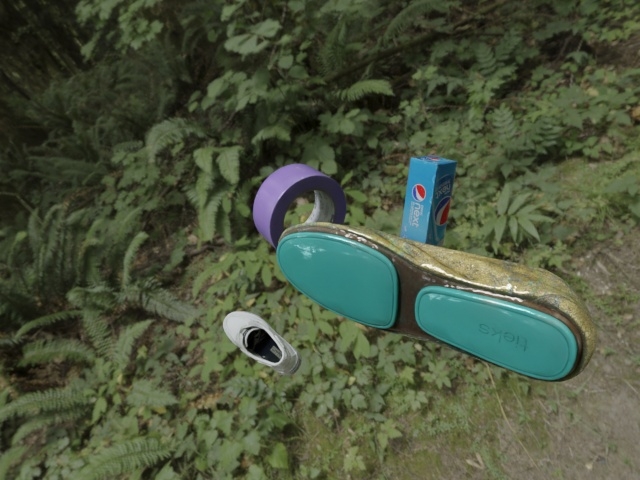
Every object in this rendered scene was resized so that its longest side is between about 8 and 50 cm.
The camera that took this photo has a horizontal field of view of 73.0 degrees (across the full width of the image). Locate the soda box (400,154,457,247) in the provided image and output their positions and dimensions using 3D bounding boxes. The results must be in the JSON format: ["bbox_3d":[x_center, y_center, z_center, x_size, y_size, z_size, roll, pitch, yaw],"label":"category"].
[{"bbox_3d":[0.223,-0.067,0.910,0.067,0.210,0.071,-14,28,-35],"label":"soda box"}]

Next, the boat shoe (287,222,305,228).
[{"bbox_3d":[0.000,0.000,1.051,0.083,0.065,0.183,-10,21,-40],"label":"boat shoe"}]

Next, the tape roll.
[{"bbox_3d":[-0.043,-0.061,0.922,0.189,0.189,0.080,-41,42,-11],"label":"tape roll"}]

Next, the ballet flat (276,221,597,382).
[{"bbox_3d":[0.112,0.049,0.489,0.348,0.123,0.123,16,54,31],"label":"ballet flat"}]

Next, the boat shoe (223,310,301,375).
[{"bbox_3d":[-0.165,0.246,1.083,0.267,0.088,0.096,30,78,38],"label":"boat shoe"}]
